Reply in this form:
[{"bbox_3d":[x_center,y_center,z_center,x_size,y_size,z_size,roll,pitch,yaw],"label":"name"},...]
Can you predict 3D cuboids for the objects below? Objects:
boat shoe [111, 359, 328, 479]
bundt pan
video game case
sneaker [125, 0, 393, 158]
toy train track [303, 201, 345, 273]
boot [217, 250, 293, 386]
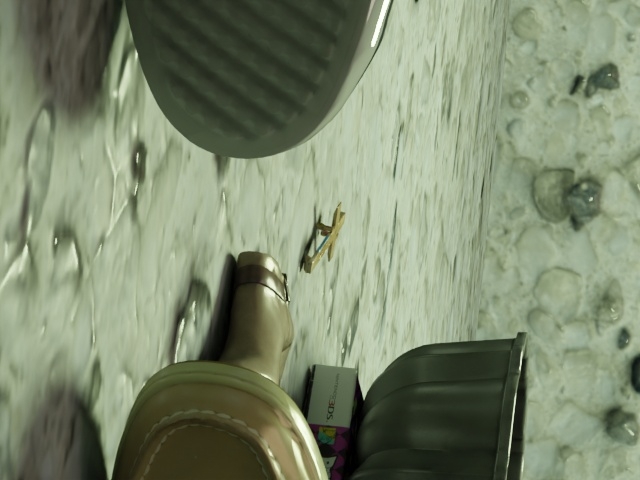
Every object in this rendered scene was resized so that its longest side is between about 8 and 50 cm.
[{"bbox_3d":[-0.059,0.201,0.797,0.098,0.109,0.302,-66,165,-64],"label":"boat shoe"},{"bbox_3d":[0.088,0.229,1.354,0.331,0.124,0.330,5,90,-81],"label":"bundt pan"},{"bbox_3d":[0.008,0.237,1.384,0.232,0.042,0.210,76,21,-63],"label":"video game case"},{"bbox_3d":[-0.011,-0.200,0.754,0.127,0.126,0.321,-32,126,-71],"label":"sneaker"},{"bbox_3d":[0.000,0.000,1.282,0.083,0.014,0.048,-57,159,-58],"label":"toy train track"},{"bbox_3d":[-0.041,0.049,1.010,0.118,0.042,0.087,58,33,-76],"label":"boot"}]
